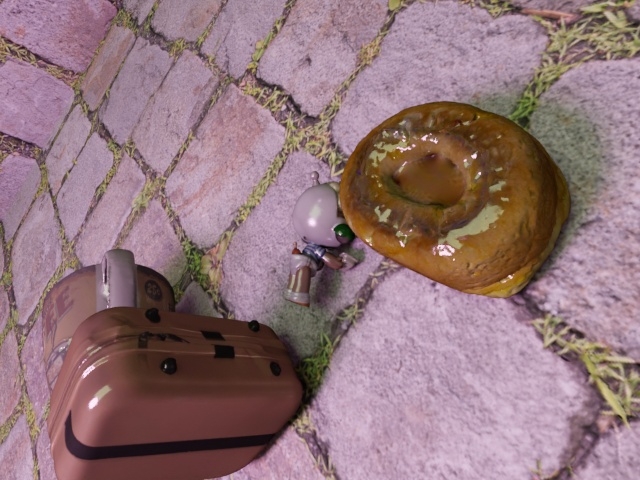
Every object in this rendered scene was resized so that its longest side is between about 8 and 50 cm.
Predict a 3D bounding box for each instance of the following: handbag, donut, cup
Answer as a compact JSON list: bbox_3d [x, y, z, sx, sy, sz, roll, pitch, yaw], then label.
[{"bbox_3d":[-0.202,0.234,0.620,0.283,0.301,0.149,-53,48,19],"label":"handbag"},{"bbox_3d":[0.146,-0.058,0.546,0.261,0.128,0.209,20,87,42],"label":"donut"},{"bbox_3d":[-0.335,0.168,0.765,0.257,0.227,0.301,57,137,44],"label":"cup"}]

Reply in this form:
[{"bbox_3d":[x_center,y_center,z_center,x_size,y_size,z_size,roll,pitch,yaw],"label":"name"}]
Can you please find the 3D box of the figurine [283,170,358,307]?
[{"bbox_3d":[0.001,0.000,0.676,0.147,0.093,0.197,0,80,63],"label":"figurine"}]
